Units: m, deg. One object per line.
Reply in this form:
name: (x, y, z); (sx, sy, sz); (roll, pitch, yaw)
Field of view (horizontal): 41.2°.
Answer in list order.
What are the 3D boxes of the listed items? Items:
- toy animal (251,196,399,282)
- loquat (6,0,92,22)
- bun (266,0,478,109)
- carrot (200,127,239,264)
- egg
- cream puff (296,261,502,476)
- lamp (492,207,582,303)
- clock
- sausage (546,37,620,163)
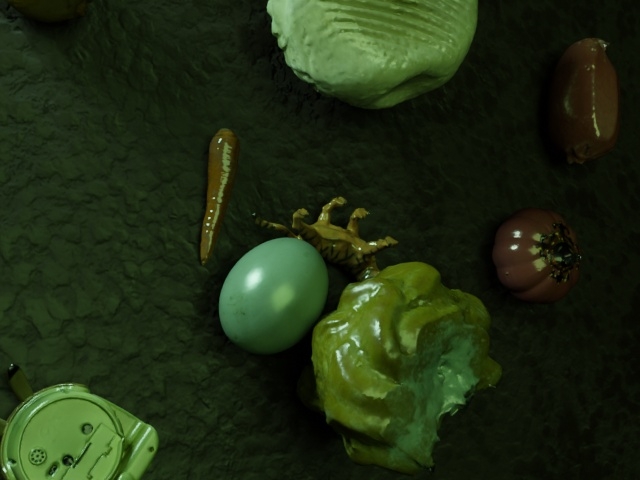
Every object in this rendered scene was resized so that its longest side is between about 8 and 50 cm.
toy animal: (0.000, -0.004, 1.368); (0.255, 0.114, 0.116); (19, 115, -21)
loquat: (-0.383, -0.383, 1.189); (0.163, 0.137, 0.163); (-1, 93, -14)
bun: (0.074, -0.381, 1.389); (0.349, 0.227, 0.352); (12, 78, -27)
carrot: (-0.160, -0.067, 1.311); (0.048, 0.048, 0.216); (12, 80, -27)
egg: (-0.068, 0.081, 1.269); (0.149, 0.149, 0.192); (44, 67, -15)
cream puff: (0.088, 0.172, 1.268); (0.323, 0.270, 0.274); (-37, 118, -37)
lamp: (0.401, 0.027, 1.548); (0.182, 0.140, 0.182); (8, 75, -31)
clock: (-0.345, 0.269, 1.127); (0.232, 0.069, 0.170); (40, 64, -17)
sausage: (0.519, -0.267, 1.673); (0.148, 0.148, 0.254); (18, 69, -25)
